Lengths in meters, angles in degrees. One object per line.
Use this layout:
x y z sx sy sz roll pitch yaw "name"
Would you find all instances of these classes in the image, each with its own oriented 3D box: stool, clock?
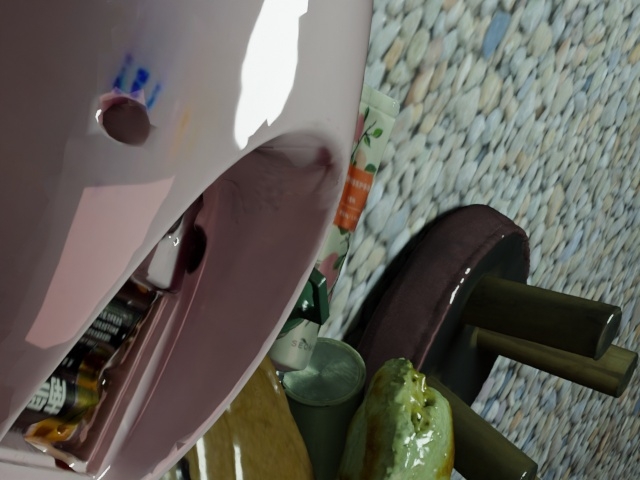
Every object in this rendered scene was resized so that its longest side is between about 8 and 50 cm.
0.147 0.120 1.652 0.272 0.178 0.272 -49 156 -31 "stool"
-0.115 -0.069 0.740 0.376 0.250 0.368 -63 165 -4 "clock"

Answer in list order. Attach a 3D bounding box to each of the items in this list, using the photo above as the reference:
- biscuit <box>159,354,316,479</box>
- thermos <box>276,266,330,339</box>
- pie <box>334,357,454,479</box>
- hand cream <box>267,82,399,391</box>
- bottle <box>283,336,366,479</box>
-0.089 0.211 1.197 0.381 0.074 0.359 43 41 -57 "biscuit"
-0.034 0.004 1.256 0.187 0.083 0.073 85 11 -56 "thermos"
0.056 0.196 1.449 0.248 0.090 0.201 90 16 -64 "pie"
0.000 0.000 1.380 0.080 0.050 0.234 20 92 -64 "hand cream"
-0.006 0.168 1.520 0.072 0.072 0.201 -44 153 -36 "bottle"
